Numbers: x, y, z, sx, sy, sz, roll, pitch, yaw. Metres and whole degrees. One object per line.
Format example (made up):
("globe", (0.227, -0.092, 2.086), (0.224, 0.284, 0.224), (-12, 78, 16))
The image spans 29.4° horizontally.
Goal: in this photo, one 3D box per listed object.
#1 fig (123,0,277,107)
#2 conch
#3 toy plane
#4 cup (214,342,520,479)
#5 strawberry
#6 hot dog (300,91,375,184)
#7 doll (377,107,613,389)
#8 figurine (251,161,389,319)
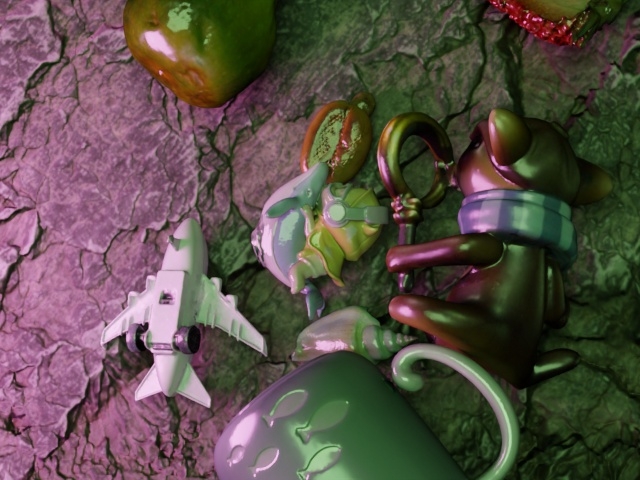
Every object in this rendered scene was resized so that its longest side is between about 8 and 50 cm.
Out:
("fig", (-0.132, -0.323, 1.662), (0.206, 0.206, 0.275), (33, 75, 13))
("conch", (0.044, 0.129, 1.611), (0.180, 0.065, 0.088), (-5, 83, 20))
("toy plane", (-0.190, 0.093, 1.641), (0.251, 0.101, 0.255), (1, 82, 22))
("cup", (0.063, 0.265, 1.481), (0.357, 0.259, 0.274), (-42, 75, 12))
("strawberry", (0.314, -0.330, 1.629), (0.167, 0.087, 0.208), (-35, 51, -16))
("hot dog", (0.027, -0.140, 1.659), (0.090, 0.060, 0.140), (17, 94, 10))
("doll", (0.212, 0.005, 1.549), (0.318, 0.209, 0.339), (16, 86, -20))
("figurine", (0.000, 0.000, 1.612), (0.184, 0.128, 0.208), (-2, 90, 7))
